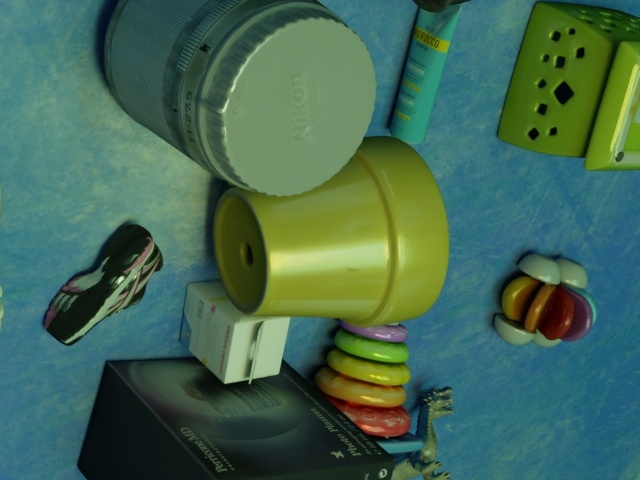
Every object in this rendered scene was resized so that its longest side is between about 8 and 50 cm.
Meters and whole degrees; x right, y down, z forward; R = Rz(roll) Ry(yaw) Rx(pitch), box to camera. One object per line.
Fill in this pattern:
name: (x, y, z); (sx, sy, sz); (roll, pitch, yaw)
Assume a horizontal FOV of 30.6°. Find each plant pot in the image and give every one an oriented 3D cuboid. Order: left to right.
plant pot: (0.000, 0.000, 1.519); (0.239, 0.254, 0.254); (-10, 120, -29)
plant pot: (0.440, -0.224, 1.777); (0.227, 0.207, 0.228); (-3, 115, -37)

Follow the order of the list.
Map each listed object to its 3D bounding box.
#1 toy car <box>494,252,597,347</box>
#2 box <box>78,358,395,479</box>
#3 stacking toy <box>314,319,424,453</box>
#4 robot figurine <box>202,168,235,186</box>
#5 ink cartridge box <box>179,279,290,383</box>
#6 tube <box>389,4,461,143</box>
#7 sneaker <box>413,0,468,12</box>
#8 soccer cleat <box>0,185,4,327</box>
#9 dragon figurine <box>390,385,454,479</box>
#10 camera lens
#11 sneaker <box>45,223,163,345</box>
toy car: (0.396, 0.116, 1.980); (0.182, 0.136, 0.159); (8, 108, -42)
box: (-0.114, 0.297, 1.555); (0.294, 0.296, 0.182); (1, 113, -40)
stacking toy: (0.078, 0.163, 1.757); (0.166, 0.175, 0.301); (8, 97, -40)
robot figurine: (-0.099, -0.118, 1.494); (0.115, 0.067, 0.101); (-15, 134, -32)
ink cartridge box: (-0.112, 0.123, 1.566); (0.090, 0.143, 0.092); (-6, 118, -37)
tube: (0.145, -0.239, 1.624); (0.052, 0.080, 0.207); (-11, 124, -41)
sneaker: (0.190, -0.437, 1.488); (0.130, 0.109, 0.286); (-16, 129, -44)
soccer cleat: (-0.413, 0.050, 1.320); (0.143, 0.116, 0.331); (1, 116, -57)
dragon figurine: (0.118, 0.356, 1.925); (0.289, 0.144, 0.085); (-34, 136, 6)
camera lens: (-0.097, -0.190, 1.309); (0.219, 0.274, 0.219); (-19, 125, -31)
sneaker: (-0.261, 0.069, 1.470); (0.178, 0.072, 0.077); (-44, 145, -3)
